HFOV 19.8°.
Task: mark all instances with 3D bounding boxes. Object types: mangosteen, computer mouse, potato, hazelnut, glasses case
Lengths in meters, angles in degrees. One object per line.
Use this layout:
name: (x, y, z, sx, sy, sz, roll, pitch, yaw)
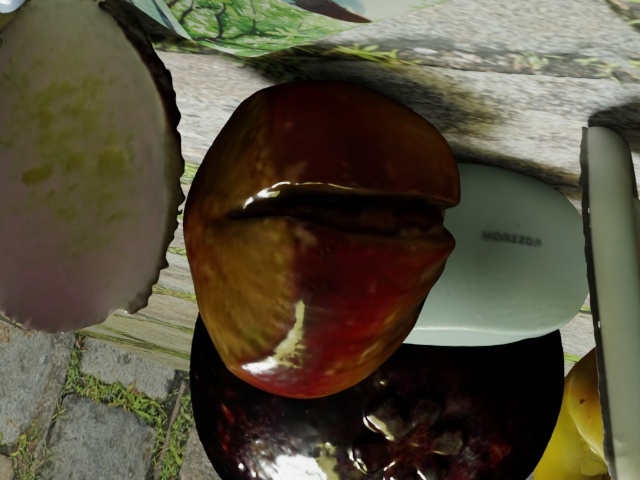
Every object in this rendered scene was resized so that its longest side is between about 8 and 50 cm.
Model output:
mangosteen: (0.045, 0.084, 1.437, 0.297, 0.313, 0.297, 4, 135, 4)
computer mouse: (0.074, 0.007, 1.269, 0.231, 0.128, 0.079, 2, 158, 0)
potato: (-0.245, -0.074, 1.170, 0.266, 0.229, 0.229, 15, 172, 35)
hazelnut: (0.000, 0.000, 1.176, 0.178, 0.204, 0.178, 4, -179, 0)
glasses case: (-0.003, -0.134, 0.808, 0.095, 0.062, 0.272, 19, 170, -24)

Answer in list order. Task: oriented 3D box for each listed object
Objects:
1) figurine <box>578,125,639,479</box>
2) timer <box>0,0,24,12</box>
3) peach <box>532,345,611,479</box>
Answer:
figurine: (0.229, 0.043, 1.054, 0.141, 0.250, 0.166, -6, 163, 11)
timer: (-0.255, -0.162, 0.537, 0.395, 0.173, 0.395, 6, 146, 4)
peach: (0.345, 0.200, 1.526, 0.308, 0.289, 0.289, -1, 179, -26)
